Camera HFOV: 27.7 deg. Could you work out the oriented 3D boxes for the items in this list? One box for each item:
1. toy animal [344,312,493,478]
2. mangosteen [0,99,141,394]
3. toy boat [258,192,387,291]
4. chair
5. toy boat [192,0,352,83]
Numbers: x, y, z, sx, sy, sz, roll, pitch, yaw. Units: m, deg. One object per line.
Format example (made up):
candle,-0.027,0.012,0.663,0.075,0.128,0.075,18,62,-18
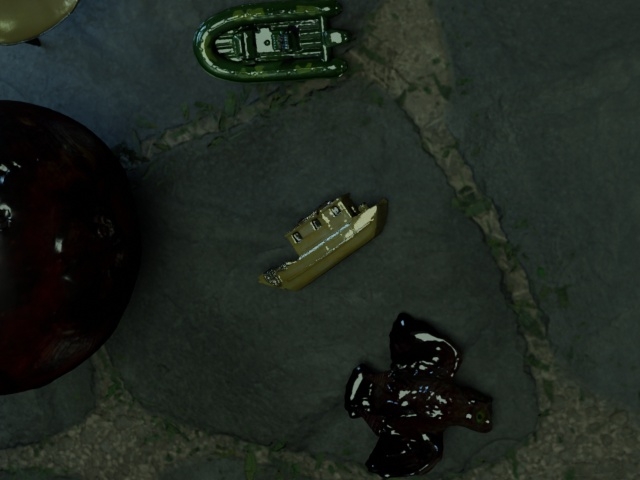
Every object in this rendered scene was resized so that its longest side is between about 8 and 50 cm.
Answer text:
toy animal,0.134,0.212,1.722,0.179,0.116,0.218,13,78,-17
mangosteen,-0.420,-0.001,1.672,0.381,0.421,0.381,-9,109,-28
toy boat,0.000,0.000,1.707,0.200,0.057,0.077,-36,88,20
chair,-0.382,-0.337,1.619,0.158,0.247,0.172,-24,98,19
toy boat,-0.062,-0.253,1.660,0.210,0.052,0.104,-2,106,14
